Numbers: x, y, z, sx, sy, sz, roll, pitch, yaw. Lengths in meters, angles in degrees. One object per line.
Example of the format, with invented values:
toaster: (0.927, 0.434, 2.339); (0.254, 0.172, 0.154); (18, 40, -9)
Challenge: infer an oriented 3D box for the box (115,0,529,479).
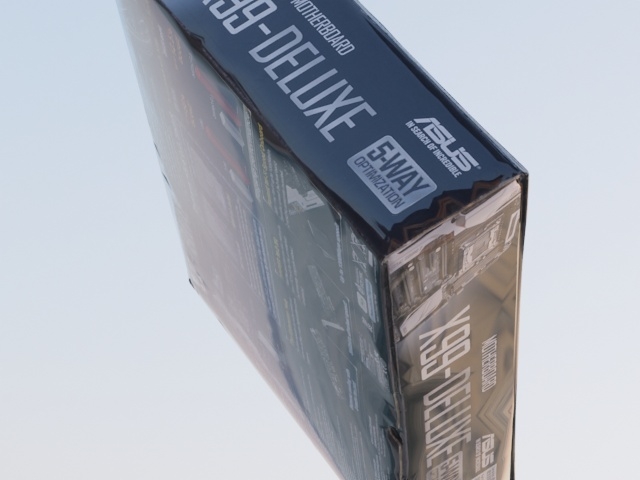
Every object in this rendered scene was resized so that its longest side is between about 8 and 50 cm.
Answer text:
box: (0.000, 0.000, 0.794); (0.242, 0.076, 0.307); (50, -18, 32)
